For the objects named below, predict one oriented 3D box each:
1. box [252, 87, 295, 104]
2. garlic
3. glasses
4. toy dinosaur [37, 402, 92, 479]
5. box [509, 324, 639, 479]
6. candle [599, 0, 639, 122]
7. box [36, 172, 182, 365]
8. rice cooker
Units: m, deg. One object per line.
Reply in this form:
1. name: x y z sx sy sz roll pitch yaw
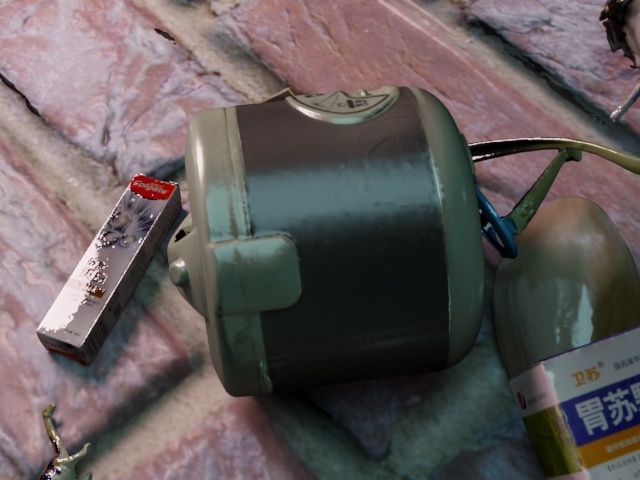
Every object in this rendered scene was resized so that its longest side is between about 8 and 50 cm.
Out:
1. box: -0.050 -0.128 1.168 0.079 0.035 0.083 -29 61 -17
2. garlic: 0.250 0.089 0.989 0.143 0.112 0.318 -5 67 -6
3. glasses: 0.214 -0.054 1.033 0.207 0.102 0.239 3 20 -6
4. toy dinosaur: -0.238 0.230 0.933 0.058 0.037 0.180 -18 47 17
5. box: 0.311 0.216 0.844 0.200 0.106 0.299 -17 74 -11
6. candle: 0.434 -0.272 1.174 0.187 0.187 0.330 27 63 18
7. box: -0.217 0.026 1.066 0.055 0.039 0.218 16 58 13
8. rice cooker: -0.003 -0.001 0.945 0.277 0.288 0.288 -7 56 -3
